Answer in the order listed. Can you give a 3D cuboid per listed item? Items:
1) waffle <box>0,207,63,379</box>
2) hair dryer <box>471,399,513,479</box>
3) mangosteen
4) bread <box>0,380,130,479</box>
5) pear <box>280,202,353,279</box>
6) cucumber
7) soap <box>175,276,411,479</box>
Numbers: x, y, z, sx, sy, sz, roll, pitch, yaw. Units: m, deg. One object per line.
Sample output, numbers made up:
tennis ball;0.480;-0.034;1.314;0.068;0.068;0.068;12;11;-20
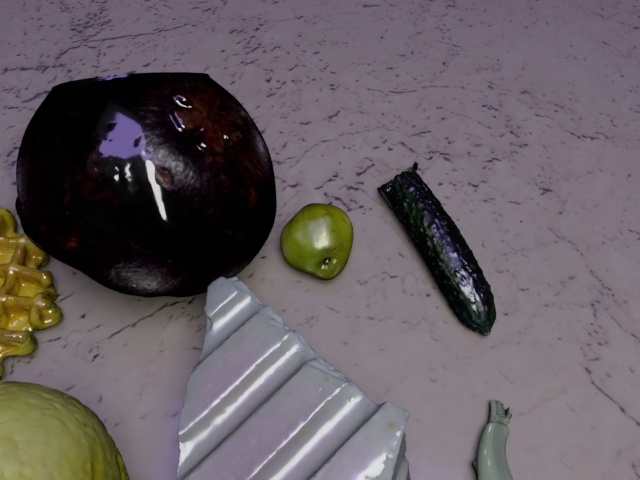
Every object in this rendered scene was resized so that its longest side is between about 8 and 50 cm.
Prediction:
waffle;-0.400;0.052;0.724;0.218;0.057;0.229;5;57;0
hair dryer;0.119;0.274;0.604;0.218;0.088;0.225;-12;46;-5
mangosteen;-0.192;-0.058;0.676;0.287;0.233;0.287;-12;15;3
bread;-0.244;0.264;0.444;0.237;0.320;0.321;-17;59;5
pear;0.000;0.000;0.756;0.092;0.092;0.097;-24;61;-16
cucumber;0.147;0.003;0.770;0.067;0.067;0.245;-20;59;-14
soap;-0.092;0.222;0.565;0.302;0.159;0.257;-41;56;-16
